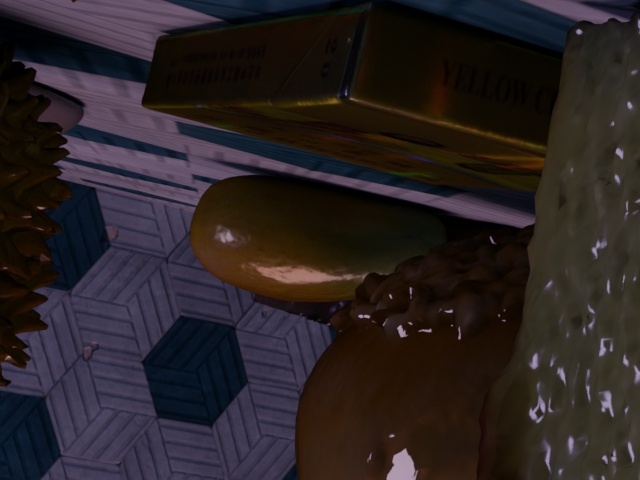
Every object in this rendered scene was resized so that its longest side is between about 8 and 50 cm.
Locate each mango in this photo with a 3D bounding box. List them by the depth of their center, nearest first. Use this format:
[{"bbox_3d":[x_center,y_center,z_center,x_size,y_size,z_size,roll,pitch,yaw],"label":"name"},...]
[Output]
[{"bbox_3d":[0.000,0.000,1.329,0.195,0.091,0.130,3,172,23],"label":"mango"}]

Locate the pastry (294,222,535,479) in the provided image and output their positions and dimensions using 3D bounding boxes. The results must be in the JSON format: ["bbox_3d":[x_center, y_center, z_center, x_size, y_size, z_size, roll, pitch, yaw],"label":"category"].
[{"bbox_3d":[0.188,0.118,0.971,0.410,0.245,0.409,11,-179,0],"label":"pastry"}]

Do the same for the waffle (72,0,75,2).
[{"bbox_3d":[-0.118,-0.077,0.295,0.191,0.038,0.191,13,179,0],"label":"waffle"}]

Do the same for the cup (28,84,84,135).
[{"bbox_3d":[-0.326,-0.043,1.051,0.347,0.163,0.347,13,178,1],"label":"cup"}]

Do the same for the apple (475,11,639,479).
[{"bbox_3d":[0.143,0.039,0.261,0.254,0.179,0.346,-25,-167,-20],"label":"apple"}]

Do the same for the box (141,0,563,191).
[{"bbox_3d":[0.029,-0.041,0.568,0.121,0.030,0.193,13,179,-22],"label":"box"}]

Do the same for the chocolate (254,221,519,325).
[{"bbox_3d":[0.079,0.034,1.426,0.112,0.111,0.321,16,178,-34],"label":"chocolate"}]

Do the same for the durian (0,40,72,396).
[{"bbox_3d":[-0.229,0.003,0.731,0.258,0.258,0.293,13,168,-14],"label":"durian"}]
